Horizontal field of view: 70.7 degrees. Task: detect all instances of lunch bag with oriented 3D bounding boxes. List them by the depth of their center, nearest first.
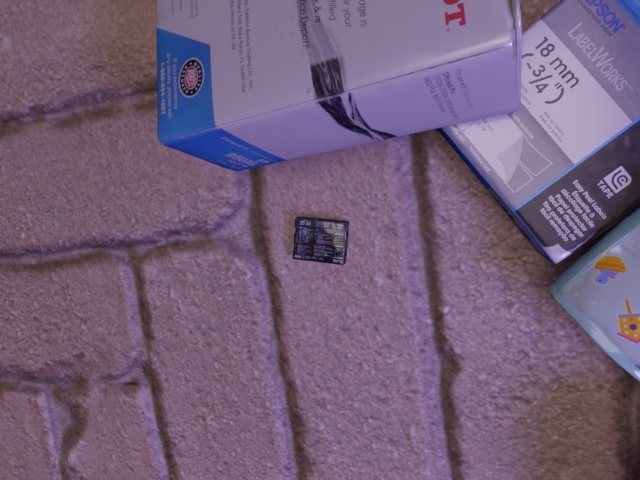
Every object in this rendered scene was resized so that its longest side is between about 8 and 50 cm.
[{"bbox_3d":[0.430,0.064,0.503,0.262,0.160,0.223,40,118,2],"label":"lunch bag"}]

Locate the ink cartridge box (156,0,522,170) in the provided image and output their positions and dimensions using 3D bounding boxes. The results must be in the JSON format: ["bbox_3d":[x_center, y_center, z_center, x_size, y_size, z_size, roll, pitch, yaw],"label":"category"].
[{"bbox_3d":[0.011,-0.265,0.529,0.394,0.166,0.286,-7,81,25],"label":"ink cartridge box"}]

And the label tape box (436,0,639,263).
[{"bbox_3d":[0.338,-0.171,0.541,0.333,0.106,0.241,-40,86,16],"label":"label tape box"}]

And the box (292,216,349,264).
[{"bbox_3d":[0.000,0.000,0.699,0.083,0.018,0.067,5,98,14],"label":"box"}]
